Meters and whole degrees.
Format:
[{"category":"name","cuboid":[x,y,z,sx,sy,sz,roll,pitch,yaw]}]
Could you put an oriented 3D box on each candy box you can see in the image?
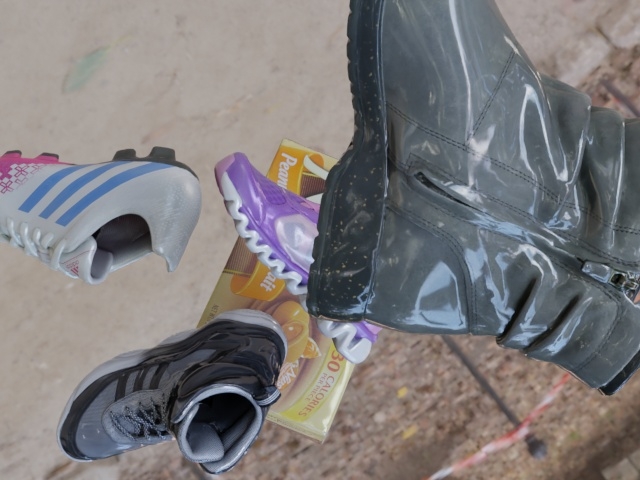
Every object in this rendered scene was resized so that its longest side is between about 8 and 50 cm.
[{"category":"candy box","cuboid":[-0.021,0.056,1.128,0.087,0.182,0.317,103,9,-69]}]

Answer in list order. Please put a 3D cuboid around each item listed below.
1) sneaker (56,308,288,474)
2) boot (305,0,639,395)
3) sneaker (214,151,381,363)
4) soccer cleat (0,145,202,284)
[{"category":"sneaker","cuboid":[-0.155,0.172,0.948,0.268,0.153,0.101,-28,113,8]},{"category":"boot","cuboid":[0.090,-0.059,0.408,0.083,0.161,0.247,-68,167,-67]},{"category":"sneaker","cuboid":[0.000,0.000,0.876,0.104,0.236,0.095,-38,-158,8]},{"category":"soccer cleat","cuboid":[-0.290,-0.020,1.048,0.331,0.143,0.116,-4,150,19]}]
